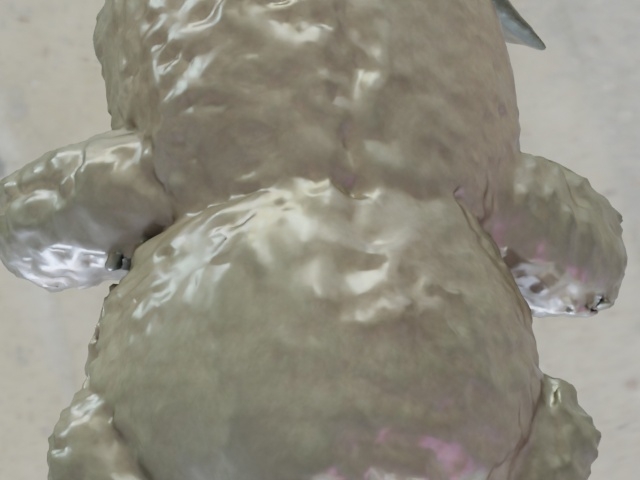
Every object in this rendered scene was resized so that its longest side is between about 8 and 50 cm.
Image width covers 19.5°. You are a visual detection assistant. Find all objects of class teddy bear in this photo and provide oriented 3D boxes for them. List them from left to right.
[{"bbox_3d":[0.000,-0.001,0.675,0.236,0.151,0.267,-1,70,-10],"label":"teddy bear"}]

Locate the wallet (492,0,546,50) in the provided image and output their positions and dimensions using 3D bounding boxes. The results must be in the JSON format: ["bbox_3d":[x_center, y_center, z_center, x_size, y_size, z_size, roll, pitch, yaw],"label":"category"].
[{"bbox_3d":[0.049,-0.211,1.408,0.245,0.168,0.052,30,85,41],"label":"wallet"}]
